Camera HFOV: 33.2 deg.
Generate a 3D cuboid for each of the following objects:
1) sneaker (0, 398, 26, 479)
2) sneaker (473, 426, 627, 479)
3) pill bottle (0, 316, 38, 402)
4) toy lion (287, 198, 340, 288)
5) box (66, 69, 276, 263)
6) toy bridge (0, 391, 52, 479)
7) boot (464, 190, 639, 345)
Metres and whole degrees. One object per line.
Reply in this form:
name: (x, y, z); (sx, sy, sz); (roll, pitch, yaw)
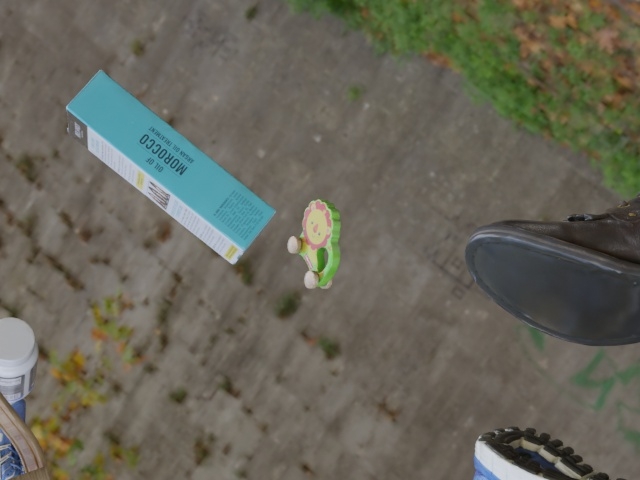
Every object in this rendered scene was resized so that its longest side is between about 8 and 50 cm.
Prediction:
sneaker: (-0.526, 0.363, 1.807); (0.081, 0.211, 0.080); (13, 179, 25)
sneaker: (0.297, 0.332, 1.154); (0.129, 0.147, 0.330); (-8, -154, -41)
pill bottle: (-0.431, 0.165, 1.487); (0.078, 0.078, 0.137); (37, 146, 6)
toy lion: (0.000, 0.000, 1.420); (0.034, 0.096, 0.100); (3, -134, -36)
box: (-0.168, -0.077, 1.192); (0.244, 0.060, 0.100); (39, 164, -3)
toy bridge: (-0.214, 0.173, 0.746); (0.063, 0.026, 0.188); (-7, -103, -62)
boot: (0.245, -0.036, 0.772); (0.262, 0.229, 0.091); (11, 143, 6)
